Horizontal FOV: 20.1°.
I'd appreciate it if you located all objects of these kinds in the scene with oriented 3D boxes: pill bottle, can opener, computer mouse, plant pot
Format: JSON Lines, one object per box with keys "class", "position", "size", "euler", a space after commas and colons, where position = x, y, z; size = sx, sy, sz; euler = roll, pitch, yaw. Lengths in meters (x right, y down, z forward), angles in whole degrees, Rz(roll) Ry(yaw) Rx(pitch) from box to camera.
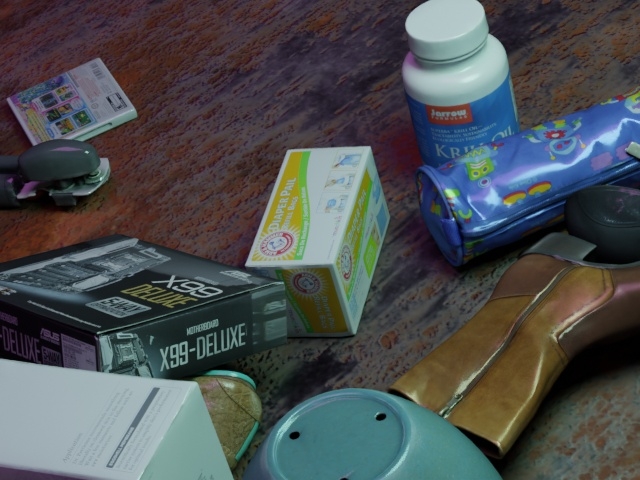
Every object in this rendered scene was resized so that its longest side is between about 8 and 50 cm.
{"class": "pill bottle", "position": [0.161, -0.166, 2.086], "size": [0.124, 0.221, 0.124], "euler": [-11, 39, 9]}
{"class": "can opener", "position": [-0.402, -0.095, 2.309], "size": [0.283, 0.095, 0.076], "euler": [1, 41, 21]}
{"class": "computer mouse", "position": [0.366, 0.003, 1.876], "size": [0.272, 0.188, 0.072], "euler": [5, 57, 38]}
{"class": "plant pot", "position": [0.038, 0.250, 1.653], "size": [0.290, 0.195, 0.290], "euler": [-10, 39, 8]}

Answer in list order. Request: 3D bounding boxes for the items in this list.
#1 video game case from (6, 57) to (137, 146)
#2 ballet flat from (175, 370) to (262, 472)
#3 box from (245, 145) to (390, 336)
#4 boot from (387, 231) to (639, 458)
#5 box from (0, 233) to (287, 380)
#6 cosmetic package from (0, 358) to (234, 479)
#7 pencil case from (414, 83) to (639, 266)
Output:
{"class": "video game case", "position": [-0.338, -0.180, 2.450], "size": [0.143, 0.019, 0.157], "euler": [-26, 40, -10]}
{"class": "ballet flat", "position": [-0.229, 0.202, 1.898], "size": [0.342, 0.116, 0.124], "euler": [1, 61, 15]}
{"class": "box", "position": [0.000, 0.000, 2.033], "size": [0.103, 0.114, 0.203], "euler": [-2, 42, 19]}
{"class": "boot", "position": [0.246, 0.110, 1.783], "size": [0.264, 0.096, 0.280], "euler": [23, 48, 32]}
{"class": "box", "position": [-0.224, 0.076, 1.944], "size": [0.242, 0.076, 0.307], "euler": [-15, 20, -38]}
{"class": "cosmetic package", "position": [-0.213, 0.246, 1.725], "size": [0.225, 0.224, 0.138], "euler": [5, 43, 25]}
{"class": "pencil case", "position": [0.261, -0.075, 2.020], "size": [0.306, 0.119, 0.133], "euler": [-21, 22, -3]}
